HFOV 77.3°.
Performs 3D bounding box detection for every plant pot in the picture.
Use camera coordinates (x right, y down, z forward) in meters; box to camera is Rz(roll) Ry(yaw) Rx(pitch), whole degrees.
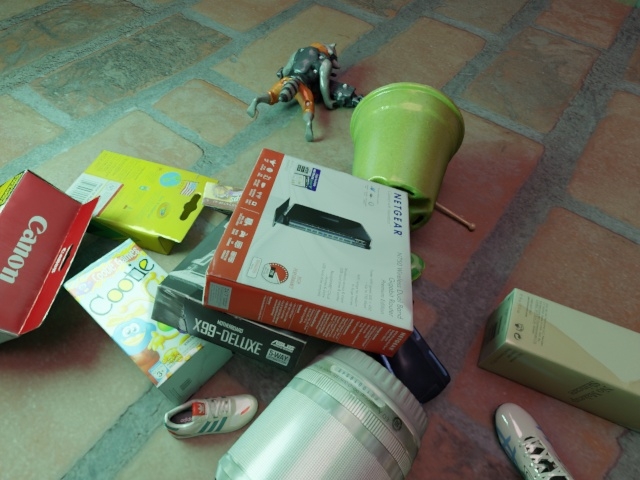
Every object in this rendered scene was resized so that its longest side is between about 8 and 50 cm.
[{"bbox_3d":[0.178,-0.168,0.922,0.277,0.276,0.253,13,58,7],"label":"plant pot"}]

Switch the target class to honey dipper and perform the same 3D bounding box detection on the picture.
[{"bbox_3d":[0.319,-0.074,1.009,0.161,0.030,0.030,37,61,16],"label":"honey dipper"}]

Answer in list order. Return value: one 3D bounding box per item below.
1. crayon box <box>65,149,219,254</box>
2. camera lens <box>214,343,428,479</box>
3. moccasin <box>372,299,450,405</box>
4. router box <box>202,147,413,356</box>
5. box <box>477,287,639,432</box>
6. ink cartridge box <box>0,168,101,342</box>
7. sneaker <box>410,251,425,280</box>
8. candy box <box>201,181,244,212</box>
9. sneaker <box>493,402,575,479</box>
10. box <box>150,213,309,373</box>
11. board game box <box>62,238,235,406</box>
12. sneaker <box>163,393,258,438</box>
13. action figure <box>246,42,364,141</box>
[{"bbox_3d":[-0.422,-0.089,0.955,0.319,0.081,0.202,15,56,9],"label":"crayon box"},{"bbox_3d":[0.002,0.323,0.598,0.219,0.219,0.274,36,61,21],"label":"camera lens"},{"bbox_3d":[0.130,0.144,0.786,0.117,0.137,0.341,-24,77,-8],"label":"moccasin"},{"bbox_3d":[0.000,0.000,0.692,0.302,0.082,0.335,16,43,-5],"label":"router box"},{"bbox_3d":[0.476,0.221,0.736,0.312,0.147,0.121,20,58,13],"label":"box"},{"bbox_3d":[-0.599,0.031,0.762,0.272,0.130,0.309,-19,50,25],"label":"ink cartridge box"},{"bbox_3d":[0.085,0.010,0.880,0.296,0.123,0.109,23,57,13],"label":"sneaker"},{"bbox_3d":[-0.176,-0.078,0.895,0.109,0.187,0.053,12,88,5],"label":"candy box"},{"bbox_3d":[0.372,0.381,0.655,0.085,0.086,0.237,-14,55,-10],"label":"sneaker"},{"bbox_3d":[-0.121,0.076,0.747,0.243,0.076,0.307,22,26,0],"label":"box"},{"bbox_3d":[-0.313,0.150,0.753,0.275,0.144,0.142,36,60,20],"label":"board game box"},{"bbox_3d":[-0.190,0.301,0.693,0.162,0.075,0.057,-9,56,-8],"label":"sneaker"},{"bbox_3d":[-0.012,-0.456,1.179,0.342,0.178,0.329,18,66,12],"label":"action figure"}]
